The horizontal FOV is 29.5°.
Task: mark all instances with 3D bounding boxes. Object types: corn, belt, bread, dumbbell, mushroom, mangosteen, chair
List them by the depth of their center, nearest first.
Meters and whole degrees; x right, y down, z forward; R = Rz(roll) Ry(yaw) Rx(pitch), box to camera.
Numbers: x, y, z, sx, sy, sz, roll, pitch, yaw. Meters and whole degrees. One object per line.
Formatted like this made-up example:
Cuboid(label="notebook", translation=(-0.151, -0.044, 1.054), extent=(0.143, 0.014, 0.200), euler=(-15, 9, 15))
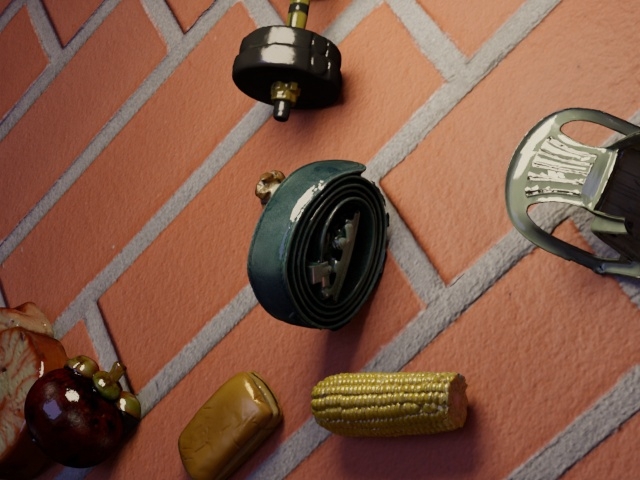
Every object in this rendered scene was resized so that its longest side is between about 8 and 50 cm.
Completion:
Cuboid(label="chair", translation=(0.379, -0.066, 1.524), extent=(0.203, 0.191, 0.275), euler=(-68, 18, -5))
Cuboid(label="corn", translation=(0.095, 0.229, 1.703), extent=(0.244, 0.093, 0.093), euler=(-7, 68, 40))
Cuboid(label="belt", translation=(0.000, 0.000, 1.805), extent=(0.116, 0.206, 0.267), euler=(9, 68, 43))
Cuboid(label="bread", translation=(-0.151, 0.297, 1.907), extent=(0.200, 0.077, 0.116), euler=(-47, 56, 17))
Cuboid(label="mushroom", translation=(-0.053, -0.042, 1.973), extent=(0.187, 0.061, 0.060), euler=(57, 140, 35))
Cuboid(label="dumbbell", translation=(-0.036, -0.379, 2.011), extent=(0.185, 0.185, 0.388), euler=(-6, 69, 40))
Cuboid(label="mangosteen", translation=(-0.402, 0.287, 2.066), extent=(0.200, 0.200, 0.199), euler=(-17, 62, 35))
Cuboid(label="bread", translation=(-0.583, 0.289, 2.254), extent=(0.295, 0.114, 0.327), euler=(-53, 48, 10))
